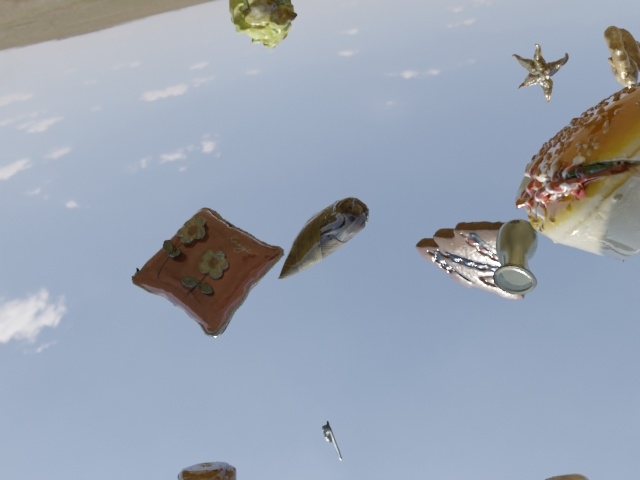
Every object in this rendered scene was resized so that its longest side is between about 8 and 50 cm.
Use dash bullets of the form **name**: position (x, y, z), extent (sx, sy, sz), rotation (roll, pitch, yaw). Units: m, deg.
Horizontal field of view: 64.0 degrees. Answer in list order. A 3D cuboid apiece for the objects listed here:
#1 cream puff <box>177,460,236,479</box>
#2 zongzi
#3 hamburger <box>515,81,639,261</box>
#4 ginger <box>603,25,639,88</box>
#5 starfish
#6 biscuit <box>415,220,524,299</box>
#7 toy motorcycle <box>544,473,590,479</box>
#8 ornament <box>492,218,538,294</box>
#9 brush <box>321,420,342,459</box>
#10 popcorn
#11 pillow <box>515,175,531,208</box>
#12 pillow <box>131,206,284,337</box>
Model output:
- **cream puff**: position (-0.274, 0.599, 1.232), extent (0.165, 0.115, 0.150), rotation (8, 164, -41)
- **zongzi**: position (0.000, 0.000, 1.587), extent (0.288, 0.134, 0.286), rotation (-47, -172, -29)
- **hamburger**: position (0.352, -0.093, 0.626), extent (0.151, 0.227, 0.295), rotation (40, -166, 12)
- **ginger**: position (0.642, -0.390, 1.085), extent (0.193, 0.176, 0.053), rotation (15, 158, -38)
- **starfish**: position (0.308, -0.232, 0.709), extent (0.016, 0.086, 0.092), rotation (-47, -167, -22)
- **biscuit**: position (0.353, 0.038, 1.160), extent (0.278, 0.301, 0.043), rotation (25, -113, 14)
- **toy motorcycle**: position (0.428, 0.535, 0.990), extent (0.341, 0.223, 0.107), rotation (-42, -146, 28)
- **ornament**: position (0.345, 0.024, 0.910), extent (0.075, 0.081, 0.156), rotation (22, -139, 4)
- **brush**: position (0.032, 0.574, 1.455), extent (0.028, 0.190, 0.034), rotation (-22, -137, -8)
- **popcorn**: position (-0.052, -0.221, 0.482), extent (0.060, 0.068, 0.083), rotation (-34, -166, 31)
- **pillow**: position (0.512, -0.127, 1.072), extent (0.229, 0.051, 0.128), rotation (0, -116, 66)
- **pillow**: position (-0.170, 0.036, 0.768), extent (0.179, 0.075, 0.171), rotation (29, -112, 24)
